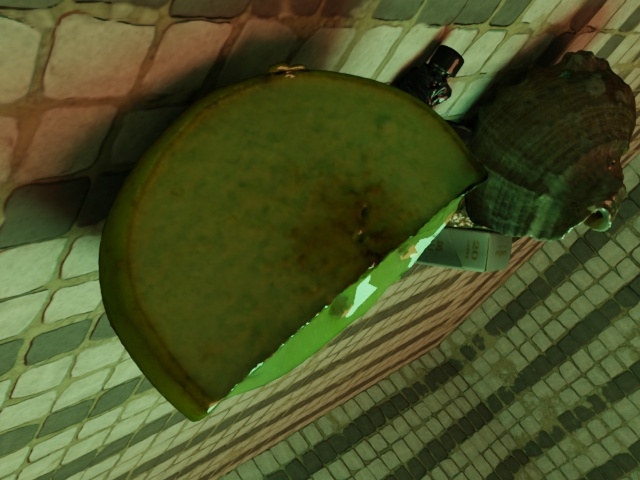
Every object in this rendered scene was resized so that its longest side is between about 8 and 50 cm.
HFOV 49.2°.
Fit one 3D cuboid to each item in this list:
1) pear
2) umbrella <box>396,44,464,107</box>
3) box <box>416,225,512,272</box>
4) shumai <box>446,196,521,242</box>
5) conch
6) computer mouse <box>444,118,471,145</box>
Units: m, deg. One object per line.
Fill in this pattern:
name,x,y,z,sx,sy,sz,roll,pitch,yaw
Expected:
pear,-0.057,0.003,0.698,0.342,0.238,0.318,-38,175,-21
umbrella,0.088,-0.144,0.855,0.224,0.071,0.080,-52,173,16
box,0.178,0.005,1.139,0.149,0.233,0.067,-5,101,-63
shumai,0.304,-0.057,1.291,0.206,0.175,0.166,-36,162,3
conch,0.335,-0.154,1.071,0.297,0.210,0.352,-25,-160,22
computer mouse,0.112,-0.121,0.956,0.192,0.062,0.106,-23,165,5
